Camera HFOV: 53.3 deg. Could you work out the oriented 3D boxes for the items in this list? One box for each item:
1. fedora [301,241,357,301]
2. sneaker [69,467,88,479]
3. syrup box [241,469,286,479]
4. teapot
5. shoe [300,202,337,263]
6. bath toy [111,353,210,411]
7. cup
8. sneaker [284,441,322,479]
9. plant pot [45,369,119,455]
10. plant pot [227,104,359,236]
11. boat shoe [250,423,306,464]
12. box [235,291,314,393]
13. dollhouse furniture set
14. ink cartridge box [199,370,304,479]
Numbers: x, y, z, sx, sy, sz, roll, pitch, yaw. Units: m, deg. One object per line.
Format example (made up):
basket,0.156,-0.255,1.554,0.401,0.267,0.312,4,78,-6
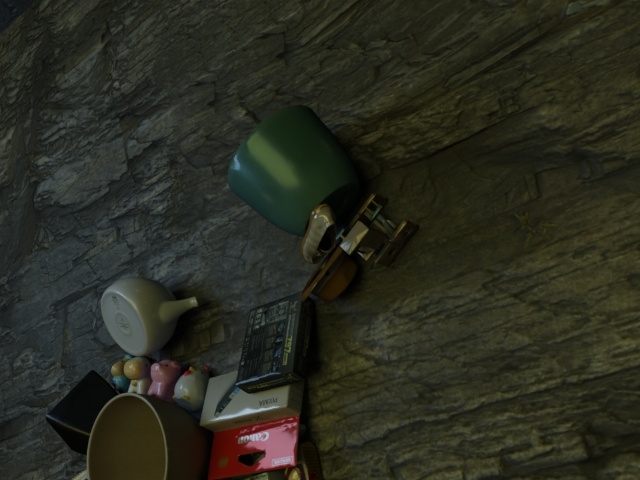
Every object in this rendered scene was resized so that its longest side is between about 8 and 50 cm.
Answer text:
fedora,0.032,0.088,1.578,0.079,0.194,0.194,37,104,-4
sneaker,-0.645,0.738,1.913,0.282,0.099,0.153,-37,76,6
syrup box,-0.185,0.656,1.607,0.237,0.096,0.093,-28,63,27
teapot,-0.514,0.208,1.896,0.256,0.187,0.252,40,131,18
shoe,0.000,0.000,1.537,0.076,0.219,0.058,-28,63,-24
bath toy,-0.453,0.400,1.843,0.348,0.151,0.129,-1,43,34
cup,-0.427,0.574,1.704,0.331,0.237,0.331,-9,75,36
sneaker,-0.043,0.589,1.549,0.084,0.069,0.185,-27,59,37
plant pot,-0.646,0.529,1.872,0.167,0.187,0.188,16,49,30
plant pot,-0.045,-0.149,1.591,0.235,0.293,0.293,46,106,21
boat shoe,-0.119,0.499,1.616,0.183,0.065,0.083,-45,60,19
box,-0.113,0.259,1.622,0.183,0.059,0.232,-22,44,30
dollhouse furniture set,0.114,-0.038,1.504,0.129,0.184,0.129,44,105,33
ink cartridge box,-0.181,0.452,1.619,0.296,0.066,0.261,-21,46,30
